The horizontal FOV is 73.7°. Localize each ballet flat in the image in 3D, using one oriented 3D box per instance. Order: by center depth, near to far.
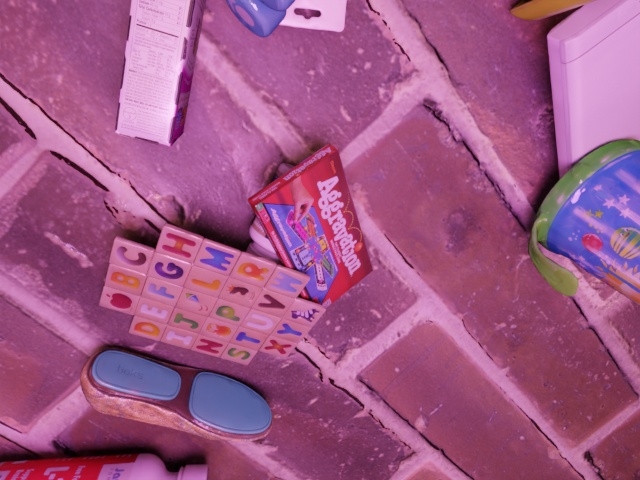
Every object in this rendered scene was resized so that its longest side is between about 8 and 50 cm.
[{"bbox_3d":[-0.260,0.295,0.784,0.348,0.123,0.123,25,104,-19],"label":"ballet flat"}]

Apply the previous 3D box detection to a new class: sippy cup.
[{"bbox_3d":[0.529,-0.012,0.712,0.240,0.224,0.305,23,116,-42],"label":"sippy cup"}]

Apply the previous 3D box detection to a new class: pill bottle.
[{"bbox_3d":[-0.060,-0.032,0.701,0.094,0.094,0.170,23,104,-18],"label":"pill bottle"},{"bbox_3d":[-0.414,0.510,0.760,0.406,0.229,0.229,2,110,-12],"label":"pill bottle"}]

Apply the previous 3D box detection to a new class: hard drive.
[{"bbox_3d":[0.484,-0.241,0.682,0.233,0.047,0.353,-36,136,4],"label":"hard drive"}]

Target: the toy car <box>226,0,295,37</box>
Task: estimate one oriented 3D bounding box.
[{"bbox_3d":[-0.064,-0.390,0.433,0.238,0.210,0.219,41,89,-20],"label":"toy car"}]

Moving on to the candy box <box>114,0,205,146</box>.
[{"bbox_3d":[-0.202,-0.254,0.558,0.071,0.159,0.234,12,106,-16],"label":"candy box"}]

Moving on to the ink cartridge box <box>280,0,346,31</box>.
[{"bbox_3d":[-0.017,-0.398,0.590,0.115,0.067,0.198,1,108,-11],"label":"ink cartridge box"}]

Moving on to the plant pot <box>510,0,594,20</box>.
[{"bbox_3d":[0.342,-0.436,0.549,0.228,0.227,0.207,-37,107,4],"label":"plant pot"}]

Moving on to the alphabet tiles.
[{"bbox_3d":[-0.179,0.109,0.710,0.342,0.011,0.285,21,130,-17],"label":"alphabet tiles"}]

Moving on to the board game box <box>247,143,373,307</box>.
[{"bbox_3d":[0.000,0.000,0.684,0.145,0.027,0.281,-38,137,-15],"label":"board game box"}]
